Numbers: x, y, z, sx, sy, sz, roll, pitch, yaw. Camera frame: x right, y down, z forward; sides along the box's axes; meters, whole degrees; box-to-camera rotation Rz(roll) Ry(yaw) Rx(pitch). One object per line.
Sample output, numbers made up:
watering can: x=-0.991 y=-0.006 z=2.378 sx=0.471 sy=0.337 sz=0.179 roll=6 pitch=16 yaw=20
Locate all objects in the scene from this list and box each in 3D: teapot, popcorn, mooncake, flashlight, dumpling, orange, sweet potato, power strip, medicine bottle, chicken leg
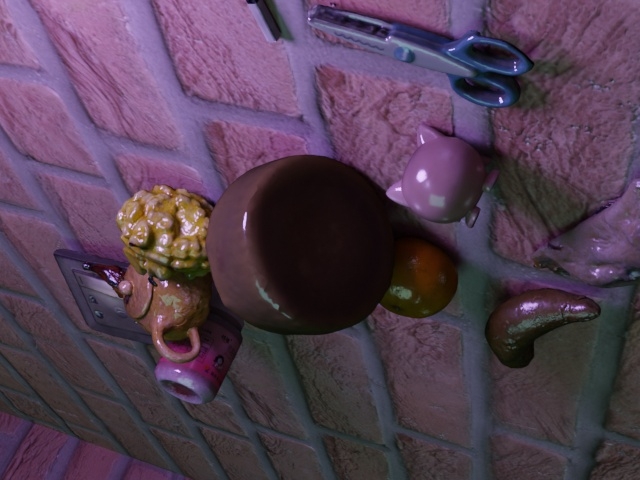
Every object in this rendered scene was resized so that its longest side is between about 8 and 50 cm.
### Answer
teapot: x=-0.324 y=0.109 z=1.953 sx=0.167 sy=0.311 sz=0.203 roll=4 pitch=144 yaw=-36
popcorn: x=-0.270 y=-0.004 z=1.803 sx=0.218 sy=0.169 sz=0.189 roll=28 pitch=152 yaw=2
mooncake: x=-0.035 y=0.010 z=1.535 sx=0.284 sy=0.284 sz=0.155 roll=38 pitch=155 yaw=-24
flashlight: x=-0.078 y=-0.301 z=1.302 sx=0.018 sy=0.018 sz=0.083 roll=7 pitch=148 yaw=30
dumpling: x=0.433 y=0.023 z=1.401 sx=0.166 sy=0.086 sz=0.332 roll=30 pitch=156 yaw=-4
orange: x=0.152 y=0.066 z=1.645 sx=0.156 sy=0.124 sz=0.156 roll=17 pitch=148 yaw=11
sweet potato: x=0.348 y=0.150 z=1.670 sx=0.124 sy=0.098 sz=0.310 roll=7 pitch=153 yaw=-13
power strip: x=-0.463 y=0.120 z=2.251 sx=0.257 sy=0.092 sz=0.251 roll=11 pitch=141 yaw=25
medicine bottle: x=-0.243 y=0.214 z=2.076 sx=0.147 sy=0.247 sz=0.147 roll=20 pitch=152 yaw=11
chicken leg: x=-0.456 y=0.082 z=2.126 sx=0.145 sy=0.037 sz=0.062 roll=39 pitch=130 yaw=7

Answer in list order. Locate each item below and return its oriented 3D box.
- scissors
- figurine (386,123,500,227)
scissors: x=0.120 y=-0.242 z=1.225 sx=0.289 sy=0.041 sz=0.138 roll=20 pitch=160 yaw=6
figurine: x=0.175 y=-0.086 z=1.378 sx=0.138 sy=0.125 sz=0.125 roll=27 pitch=154 yaw=16
